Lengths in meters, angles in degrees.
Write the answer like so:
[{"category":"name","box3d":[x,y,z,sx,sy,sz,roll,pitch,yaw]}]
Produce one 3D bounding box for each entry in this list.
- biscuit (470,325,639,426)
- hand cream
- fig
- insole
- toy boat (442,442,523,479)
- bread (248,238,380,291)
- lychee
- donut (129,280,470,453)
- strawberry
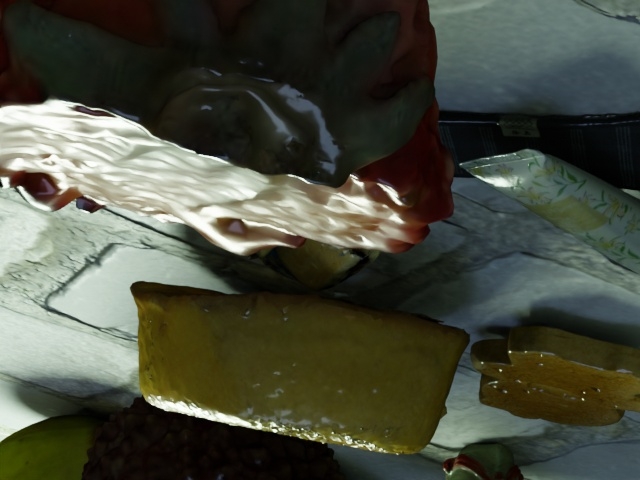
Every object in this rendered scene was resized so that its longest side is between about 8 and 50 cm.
[{"category":"biscuit","box3d":[0.207,0.117,1.236,0.166,0.036,0.225,12,161,5]},{"category":"hand cream","box3d":[0.175,-0.015,0.908,0.194,0.042,0.067,23,166,-33]},{"category":"fig","box3d":[-0.308,0.315,1.761,0.239,0.239,0.271,21,121,-19]},{"category":"insole","box3d":[0.180,-0.053,0.877,0.309,0.012,0.110,5,158,18]},{"category":"toy boat","box3d":[0.172,0.261,1.551,0.089,0.071,0.185,13,157,-5]},{"category":"bread","box3d":[0.000,0.000,1.051,0.072,0.053,0.106,30,157,-13]},{"category":"lychee","box3d":[-0.107,0.291,1.483,0.306,0.306,0.330,23,157,-22]},{"category":"donut","box3d":[-0.024,0.100,1.146,0.277,0.109,0.277,11,172,1]},{"category":"strawberry","box3d":[-0.067,-0.087,0.780,0.265,0.149,0.336,12,169,-15]}]
